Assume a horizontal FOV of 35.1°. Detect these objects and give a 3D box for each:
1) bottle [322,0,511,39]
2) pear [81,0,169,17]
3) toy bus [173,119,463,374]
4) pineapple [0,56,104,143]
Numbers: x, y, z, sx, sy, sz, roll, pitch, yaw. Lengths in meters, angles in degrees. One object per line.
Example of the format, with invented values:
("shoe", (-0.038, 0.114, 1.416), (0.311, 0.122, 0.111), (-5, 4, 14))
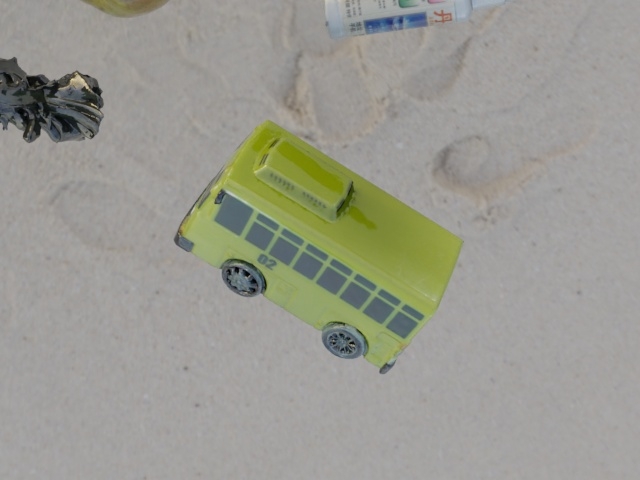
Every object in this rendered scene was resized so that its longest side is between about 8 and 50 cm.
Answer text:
("bottle", (0.111, -0.238, 0.985), (0.217, 0.060, 0.060), (-7, 123, 10))
("pear", (-0.276, -0.406, 1.404), (0.200, 0.200, 0.200), (-6, 122, -10))
("toy bus", (0.000, 0.000, 1.029), (0.262, 0.128, 0.150), (32, 136, -3))
("pineapple", (-0.329, -0.137, 0.997), (0.237, 0.119, 0.111), (2, 123, -24))
